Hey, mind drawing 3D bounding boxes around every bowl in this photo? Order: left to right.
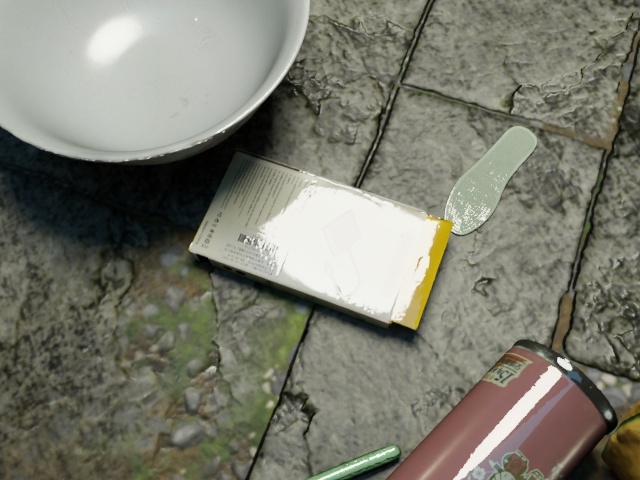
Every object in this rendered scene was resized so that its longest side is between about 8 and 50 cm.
[{"bbox_3d":[-0.178,-0.202,0.744,0.345,0.157,0.346,-1,70,3],"label":"bowl"}]

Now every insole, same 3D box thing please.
[{"bbox_3d":[0.184,-0.067,0.757,0.053,0.002,0.153,39,75,16],"label":"insole"}]

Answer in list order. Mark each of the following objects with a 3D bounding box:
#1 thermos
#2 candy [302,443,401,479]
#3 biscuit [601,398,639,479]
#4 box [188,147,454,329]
[{"bbox_3d":[0.105,0.245,0.595,0.330,0.136,0.109,-42,38,-13],"label":"thermos"},{"bbox_3d":[-0.077,0.242,0.622,0.323,0.097,0.097,-18,69,-13],"label":"candy"},{"bbox_3d":[0.333,0.103,0.557,0.343,0.287,0.057,-16,55,-34],"label":"biscuit"},{"bbox_3d":[0.000,0.000,0.725,0.247,0.033,0.129,20,71,10],"label":"box"}]
